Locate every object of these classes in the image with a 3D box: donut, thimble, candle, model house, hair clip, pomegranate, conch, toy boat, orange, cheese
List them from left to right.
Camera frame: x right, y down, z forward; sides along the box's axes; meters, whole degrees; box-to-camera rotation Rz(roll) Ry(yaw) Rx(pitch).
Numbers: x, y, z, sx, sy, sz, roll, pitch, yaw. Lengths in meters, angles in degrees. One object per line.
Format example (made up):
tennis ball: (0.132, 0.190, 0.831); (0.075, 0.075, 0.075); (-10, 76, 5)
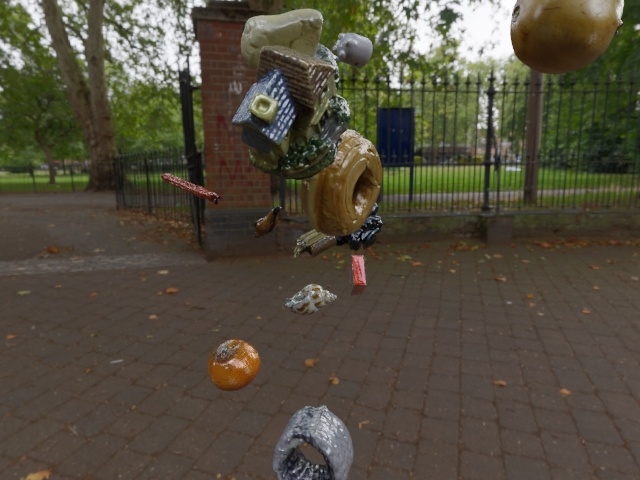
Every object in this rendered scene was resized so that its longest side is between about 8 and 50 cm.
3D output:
candle: (-0.579, -0.235, 1.892); (0.330, 0.048, 0.051); (24, 1, 20)
orange: (-0.358, 0.507, 1.745); (0.224, 0.170, 0.224); (-17, 31, 10)
conch: (-0.254, -0.076, 2.030); (0.233, 0.080, 0.086); (-28, -40, 34)
cheese: (-0.120, -0.624, 1.317); (0.263, 0.159, 0.093); (-24, 62, -22)
model house: (-0.073, -0.353, 1.157); (0.262, 0.321, 0.266); (27, -9, 13)
conch: (-0.051, 0.328, 2.335); (0.275, 0.148, 0.182); (-28, 22, 20)
thimble: (-0.020, 0.623, 1.233); (0.217, 0.245, 0.157); (-1, 10, 13)
toy boat: (0.000, 0.000, 2.045); (0.311, 0.115, 0.089); (-25, -18, -22)
donut: (0.086, -0.211, 1.643); (0.198, 0.448, 0.449); (20, 18, 29)
hair clip: (0.215, -0.068, 2.302); (0.310, 0.206, 0.194); (-40, -15, -13)
pomegranate: (0.622, -0.555, 1.072); (0.265, 0.263, 0.264); (0, 9, 0)

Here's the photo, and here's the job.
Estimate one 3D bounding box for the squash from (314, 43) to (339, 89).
squash: (-0.052, -0.598, 1.561); (0.252, 0.252, 0.165); (9, 35, 44)

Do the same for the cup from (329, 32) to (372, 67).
cup: (0.130, -0.887, 1.957); (0.142, 0.134, 0.173); (-1, 29, -39)

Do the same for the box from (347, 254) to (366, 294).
box: (0.144, 0.143, 1.697); (0.050, 0.122, 0.229); (-3, -17, -1)
